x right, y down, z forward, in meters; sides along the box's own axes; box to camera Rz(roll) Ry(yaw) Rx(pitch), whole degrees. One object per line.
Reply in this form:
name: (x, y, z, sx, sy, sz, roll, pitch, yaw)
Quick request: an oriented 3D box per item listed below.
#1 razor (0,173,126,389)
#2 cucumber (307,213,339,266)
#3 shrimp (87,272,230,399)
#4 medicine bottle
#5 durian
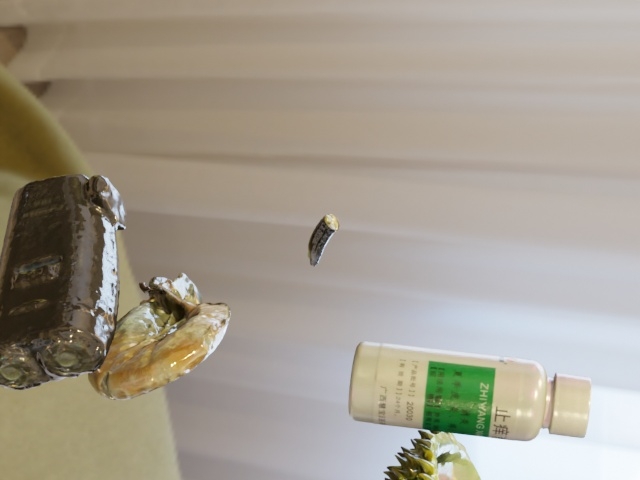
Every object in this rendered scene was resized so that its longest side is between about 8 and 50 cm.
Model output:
razor: (-0.367, 0.052, 1.667, 0.107, 0.189, 0.327, 67, 16, -46)
cucumber: (-0.002, 0.000, 1.911, 0.135, 0.034, 0.033, 122, -23, -53)
shrimp: (-0.236, 0.131, 1.849, 0.445, 0.221, 0.110, -99, 164, -76)
medicine bottle: (0.164, 0.168, 1.327, 0.095, 0.260, 0.095, 4, 90, -82)
durian: (0.151, 0.326, 1.450, 0.157, 0.169, 0.355, -60, 164, 7)
